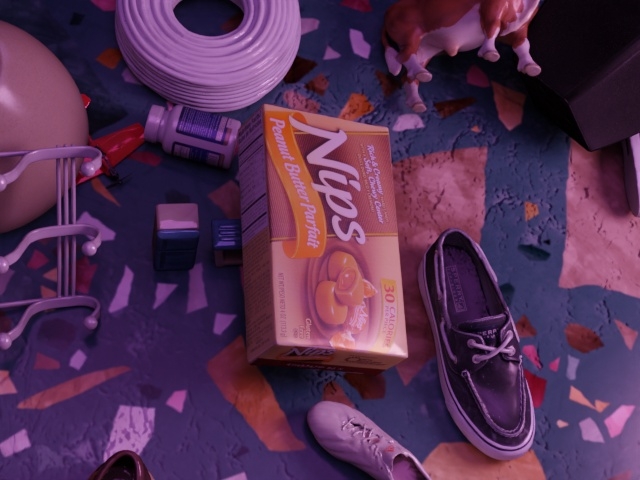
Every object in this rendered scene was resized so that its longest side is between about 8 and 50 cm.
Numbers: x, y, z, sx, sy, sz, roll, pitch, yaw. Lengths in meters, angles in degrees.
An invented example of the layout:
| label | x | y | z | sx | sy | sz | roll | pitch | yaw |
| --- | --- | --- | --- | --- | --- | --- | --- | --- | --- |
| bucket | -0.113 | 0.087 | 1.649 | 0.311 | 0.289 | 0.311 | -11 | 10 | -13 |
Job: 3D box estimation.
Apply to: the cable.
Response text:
| label | x | y | z | sx | sy | sz | roll | pitch | yaw |
| --- | --- | --- | --- | --- | --- | --- | --- | --- | --- |
| cable | -0.150 | -0.305 | 1.964 | 0.257 | 0.089 | 0.257 | -41 | 79 | -21 |

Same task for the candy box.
| label | x | y | z | sx | sy | sz | roll | pitch | yaw |
| --- | --- | --- | --- | --- | --- | --- | --- | --- | --- |
| candy box | 0.000 | 0.000 | 1.783 | 0.182 | 0.087 | 0.317 | 9 | 64 | -28 |

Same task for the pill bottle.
| label | x | y | z | sx | sy | sz | roll | pitch | yaw |
| --- | --- | --- | --- | --- | --- | --- | --- | --- | --- |
| pill bottle | -0.170 | -0.141 | 1.905 | 0.120 | 0.067 | 0.067 | 15 | 66 | -2 |

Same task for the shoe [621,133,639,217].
| label | x | y | z | sx | sy | sz | roll | pitch | yaw |
| --- | --- | --- | --- | --- | --- | --- | --- | --- | --- |
| shoe | 0.464 | -0.114 | 1.991 | 0.081 | 0.063 | 0.178 | 0 | 63 | -2 |

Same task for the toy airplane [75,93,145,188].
| label | x | y | z | sx | sy | sz | roll | pitch | yaw |
| --- | --- | --- | --- | --- | --- | --- | --- | --- | --- |
| toy airplane | -0.305 | -0.132 | 1.902 | 0.151 | 0.028 | 0.151 | 3 | 67 | -7 |

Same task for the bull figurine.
| label | x | y | z | sx | sy | sz | roll | pitch | yaw |
| --- | --- | --- | --- | --- | --- | --- | --- | --- | --- |
| bull figurine | 0.212 | -0.300 | 1.933 | 0.101 | 0.310 | 0.188 | 32 | 52 | -40 |

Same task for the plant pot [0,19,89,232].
| label | x | y | z | sx | sy | sz | roll | pitch | yaw |
| --- | --- | --- | --- | --- | --- | --- | --- | --- | --- |
| plant pot | -0.441 | -0.171 | 1.793 | 0.284 | 0.191 | 0.284 | 1 | 68 | -2 |

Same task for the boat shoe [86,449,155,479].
| label | x | y | z | sx | sy | sz | roll | pitch | yaw |
| --- | --- | --- | --- | --- | --- | --- | --- | --- | --- |
| boat shoe | -0.275 | 0.397 | 1.632 | 0.123 | 0.123 | 0.342 | 23 | 66 | 1 |

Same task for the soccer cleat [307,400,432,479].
| label | x | y | z | sx | sy | sz | roll | pitch | yaw |
| --- | --- | --- | --- | --- | --- | --- | --- | --- | --- |
| soccer cleat | 0.068 | 0.260 | 1.768 | 0.196 | 0.076 | 0.068 | 39 | 67 | 9 |

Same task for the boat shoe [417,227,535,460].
| label | x | y | z | sx | sy | sz | roll | pitch | yaw |
| --- | --- | --- | --- | --- | --- | --- | --- | --- | --- |
| boat shoe | 0.204 | 0.127 | 1.830 | 0.108 | 0.102 | 0.301 | -9 | 69 | -12 |

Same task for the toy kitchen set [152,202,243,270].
| label | x | y | z | sx | sy | sz | roll | pitch | yaw |
| --- | --- | --- | --- | --- | --- | --- | --- | --- | --- |
| toy kitchen set | -0.102 | 0.049 | 1.805 | 0.207 | 0.122 | 0.166 | -2 | 68 | -9 |

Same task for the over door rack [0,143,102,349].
| label | x | y | z | sx | sy | sz | roll | pitch | yaw |
| --- | --- | --- | --- | --- | --- | --- | --- | --- | --- |
| over door rack | -0.424 | 0.007 | 1.711 | 0.324 | 0.240 | 0.108 | 0 | 30 | -9 |

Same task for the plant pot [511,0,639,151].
| label | x | y | z | sx | sy | sz | roll | pitch | yaw |
| --- | --- | --- | --- | --- | --- | --- | --- | --- | --- |
| plant pot | 0.372 | -0.236 | 1.949 | 0.167 | 0.188 | 0.187 | -41 | 51 | -3 |
